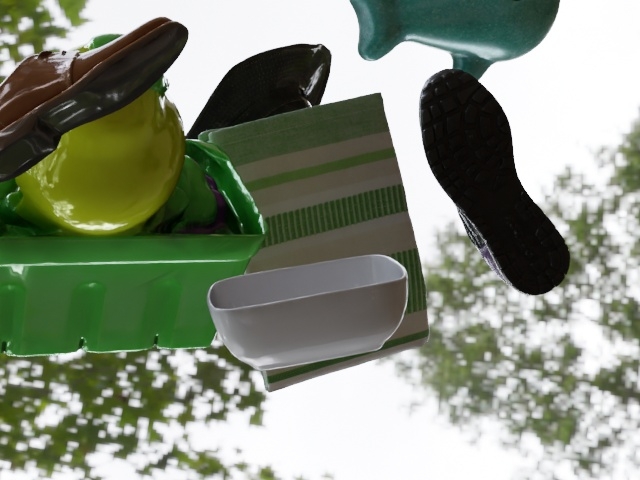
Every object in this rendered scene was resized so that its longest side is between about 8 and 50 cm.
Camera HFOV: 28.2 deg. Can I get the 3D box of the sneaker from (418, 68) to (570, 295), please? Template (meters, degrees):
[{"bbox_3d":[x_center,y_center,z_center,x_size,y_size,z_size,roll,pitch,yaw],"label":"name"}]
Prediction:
[{"bbox_3d":[0.181,-0.065,1.497,0.107,0.124,0.283,-28,-80,-8],"label":"sneaker"}]

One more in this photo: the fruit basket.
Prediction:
[{"bbox_3d":[-0.244,-0.066,1.304,0.392,0.283,0.392,-9,-59,-16],"label":"fruit basket"}]

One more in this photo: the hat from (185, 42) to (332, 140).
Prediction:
[{"bbox_3d":[-0.067,-0.111,1.759,0.331,0.134,0.331,-37,-22,-18],"label":"hat"}]

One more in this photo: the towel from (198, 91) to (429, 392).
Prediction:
[{"bbox_3d":[0.000,0.000,1.565,0.248,0.038,0.324,-15,-88,-20],"label":"towel"}]

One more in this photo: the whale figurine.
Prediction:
[{"bbox_3d":[0.176,-0.301,1.605,0.272,0.141,0.216,-13,-77,-13],"label":"whale figurine"}]

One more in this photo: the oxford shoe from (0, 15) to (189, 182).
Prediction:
[{"bbox_3d":[-0.211,-0.137,1.072,0.212,0.076,0.076,-32,-19,-7],"label":"oxford shoe"}]

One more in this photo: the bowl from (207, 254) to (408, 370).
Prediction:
[{"bbox_3d":[-0.007,0.052,0.915,0.142,0.142,0.053,-125,25,-81],"label":"bowl"}]
